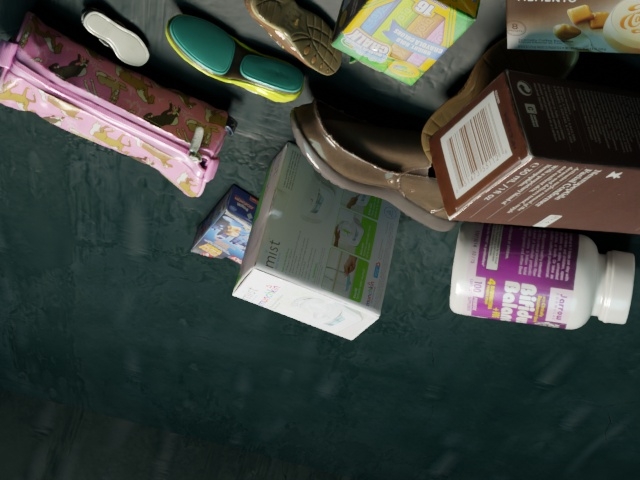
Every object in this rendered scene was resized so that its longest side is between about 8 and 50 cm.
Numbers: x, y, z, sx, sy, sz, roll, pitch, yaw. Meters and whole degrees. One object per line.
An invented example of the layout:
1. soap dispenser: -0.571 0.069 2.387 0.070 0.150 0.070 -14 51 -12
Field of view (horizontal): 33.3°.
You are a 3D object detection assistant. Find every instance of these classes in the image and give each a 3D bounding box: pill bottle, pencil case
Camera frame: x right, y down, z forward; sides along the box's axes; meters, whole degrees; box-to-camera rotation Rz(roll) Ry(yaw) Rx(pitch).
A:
1. pill bottle: 0.385 0.065 1.871 0.302 0.169 0.169 7 148 11
2. pencil case: -0.334 -0.214 1.711 0.386 0.160 0.167 26 147 -19

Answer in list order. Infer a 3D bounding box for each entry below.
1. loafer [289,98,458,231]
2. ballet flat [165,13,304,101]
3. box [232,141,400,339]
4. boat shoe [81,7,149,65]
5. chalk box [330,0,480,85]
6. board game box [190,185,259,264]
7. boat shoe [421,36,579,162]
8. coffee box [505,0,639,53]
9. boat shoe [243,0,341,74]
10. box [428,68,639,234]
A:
1. loafer: 0.111 -0.143 1.711 0.366 0.133 0.130 23 126 -33
2. ballet flat: -0.136 -0.268 1.636 0.231 0.077 0.077 22 164 -17
3. box: 0.000 0.000 1.827 0.231 0.262 0.127 20 148 -13
4. boat shoe: -0.319 -0.316 1.656 0.125 0.038 0.046 32 102 -38
5. chalk box: 0.106 -0.306 1.419 0.132 0.132 0.213 24 148 -16
6. board game box: -0.152 -0.007 2.068 0.194 0.060 0.194 32 145 -28
7. boat shoe: 0.272 -0.208 1.557 0.098 0.109 0.302 -9 156 -40
8. coffee box: 0.359 -0.314 1.337 0.247 0.098 0.141 5 148 13
9. boat shoe: -0.040 -0.307 1.551 0.178 0.064 0.060 38 172 -32
10. box: 0.364 -0.112 1.497 0.381 0.143 0.191 1 154 -30
